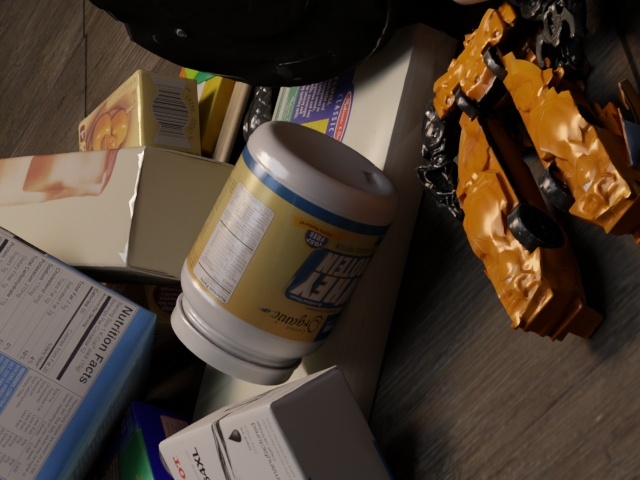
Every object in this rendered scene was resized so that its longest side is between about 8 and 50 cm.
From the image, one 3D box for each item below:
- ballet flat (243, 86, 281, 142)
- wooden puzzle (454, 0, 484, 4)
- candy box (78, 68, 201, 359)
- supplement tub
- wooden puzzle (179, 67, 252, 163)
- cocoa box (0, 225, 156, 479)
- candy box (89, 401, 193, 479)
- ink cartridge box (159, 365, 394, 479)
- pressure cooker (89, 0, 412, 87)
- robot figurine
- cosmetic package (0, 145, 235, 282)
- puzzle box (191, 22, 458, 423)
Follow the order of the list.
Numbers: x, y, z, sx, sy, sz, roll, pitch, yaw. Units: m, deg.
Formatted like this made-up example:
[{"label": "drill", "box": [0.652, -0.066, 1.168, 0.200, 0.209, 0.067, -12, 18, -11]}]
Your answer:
[{"label": "ballet flat", "box": [-0.048, -0.184, 1.666, 0.049, 0.057, 0.173, 5, 74, 21]}, {"label": "wooden puzzle", "box": [0.256, -0.347, 1.116, 0.322, 0.080, 0.348, -2, 63, 60]}, {"label": "candy box", "box": [-0.217, -0.024, 1.757, 0.183, 0.087, 0.316, -31, 58, 53]}, {"label": "supplement tub", "box": [-0.034, 0.012, 1.275, 0.200, 0.144, 0.144, -61, 28, 19]}, {"label": "wooden puzzle", "box": [-0.150, -0.165, 1.830, 0.221, 0.044, 0.239, -13, 62, 59]}, {"label": "cocoa box", "box": [-0.328, 0.166, 1.554, 0.231, 0.228, 0.347, -61, -3, -21]}, {"label": "candy box", "box": [-0.191, 0.370, 1.471, 0.317, 0.122, 0.268, -61, 26, 19]}, {"label": "ink cartridge box", "box": [-0.034, 0.207, 1.252, 0.203, 0.086, 0.148, -28, 88, 53]}, {"label": "pressure cooker", "box": [-0.040, -0.411, 1.396, 0.370, 0.375, 0.420, -25, 39, 49]}, {"label": "robot figurine", "box": [0.168, -0.071, 1.129, 0.211, 0.085, 0.291, -53, 32, 30]}, {"label": "cosmetic package", "box": [-0.223, -0.022, 1.563, 0.296, 0.153, 0.129, 1, 81, 47]}, {"label": "puzzle box", "box": [0.000, 0.000, 1.434, 0.272, 0.052, 0.409, -3, 70, 62]}]
